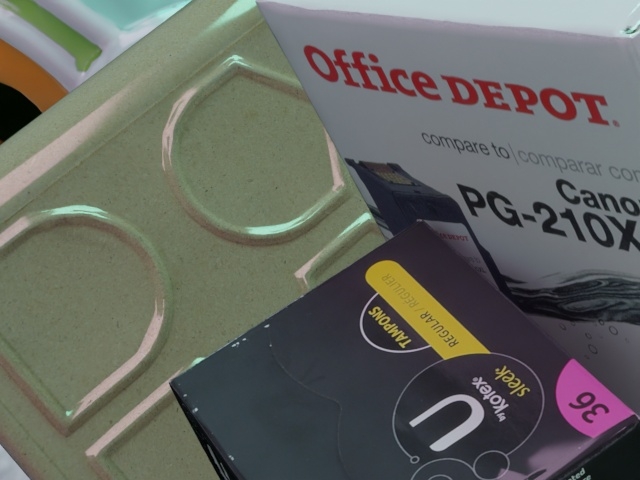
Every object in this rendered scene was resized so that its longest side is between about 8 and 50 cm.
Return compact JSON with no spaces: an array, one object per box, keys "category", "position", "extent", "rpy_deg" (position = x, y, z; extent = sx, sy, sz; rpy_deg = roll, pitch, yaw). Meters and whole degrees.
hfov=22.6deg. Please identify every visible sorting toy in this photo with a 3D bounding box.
[{"category":"sorting toy","position":[0.000,0.000,0.664],"extent":[0.307,0.041,0.229],"rpy_deg":[-40,84,-20]}]

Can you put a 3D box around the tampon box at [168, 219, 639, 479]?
[{"category":"tampon box","position":[0.044,0.100,0.513],"extent":[0.101,0.161,0.120],"rpy_deg":[-32,41,-11]}]

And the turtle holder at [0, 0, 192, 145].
[{"category":"turtle holder","position":[-0.082,-0.138,0.819],"extent":[0.320,0.243,0.227],"rpy_deg":[-3,42,-41]}]

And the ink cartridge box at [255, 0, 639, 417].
[{"category":"ink cartridge box","position":[0.106,-0.007,0.520],"extent":[0.100,0.237,0.172],"rpy_deg":[-43,31,-22]}]
